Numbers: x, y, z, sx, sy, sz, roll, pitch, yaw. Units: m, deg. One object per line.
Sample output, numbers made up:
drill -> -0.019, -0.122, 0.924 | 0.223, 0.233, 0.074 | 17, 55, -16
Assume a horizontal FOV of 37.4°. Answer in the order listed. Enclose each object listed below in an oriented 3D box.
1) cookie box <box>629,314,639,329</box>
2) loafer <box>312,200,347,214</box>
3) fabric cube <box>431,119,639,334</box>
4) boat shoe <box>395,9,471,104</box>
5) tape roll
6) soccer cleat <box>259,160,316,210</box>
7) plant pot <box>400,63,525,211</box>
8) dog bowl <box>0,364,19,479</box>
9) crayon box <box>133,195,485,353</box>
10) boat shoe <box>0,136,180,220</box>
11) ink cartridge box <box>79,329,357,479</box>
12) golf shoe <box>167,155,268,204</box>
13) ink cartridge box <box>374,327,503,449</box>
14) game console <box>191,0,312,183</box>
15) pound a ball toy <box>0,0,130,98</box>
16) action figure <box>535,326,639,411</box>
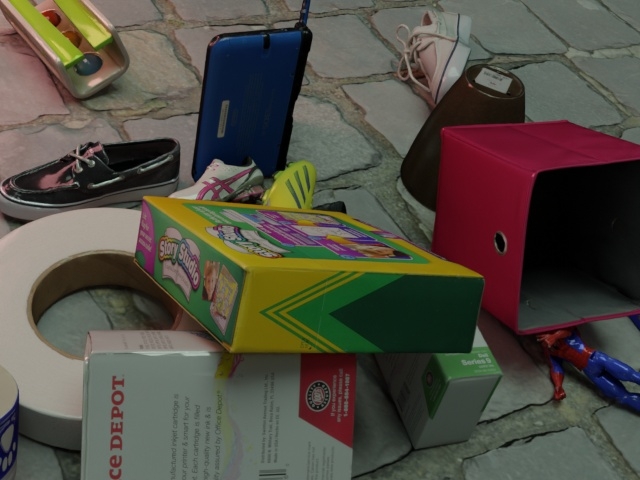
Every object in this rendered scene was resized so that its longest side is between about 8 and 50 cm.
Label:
cookie box -> 0.550, 0.105, 1.554 | 0.040, 0.092, 0.107 | -6, 45, -26
loafer -> 0.000, 0.000, 1.537 | 0.061, 0.062, 0.170 | -1, 35, 15
fabric cube -> 0.345, -0.035, 1.465 | 0.259, 0.254, 0.258 | -7, 23, -23
boat shoe -> 0.228, -0.400, 1.986 | 0.156, 0.136, 0.367 | 16, 38, 0
tape roll -> -0.291, 0.108, 1.293 | 0.392, 0.072, 0.392 | 7, 43, -6
soccer cleat -> -0.051, -0.025, 1.507 | 0.121, 0.093, 0.289 | 18, 41, 11
plant pot -> 0.275, -0.191, 1.693 | 0.215, 0.230, 0.215 | 9, 41, -7
dog bowl -> -0.469, 0.210, 1.038 | 0.265, 0.104, 0.265 | 9, 16, -3
crayon box -> -0.030, 0.038, 1.195 | 0.313, 0.106, 0.363 | 3, 12, -28
boat shoe -> -0.363, -0.110, 1.504 | 0.301, 0.102, 0.108 | -10, 47, -26
ink cartridge box -> -0.122, 0.222, 1.103 | 0.306, 0.226, 0.131 | 3, 6, -14
golf shoe -> -0.177, -0.086, 1.545 | 0.186, 0.067, 0.086 | -16, 82, -37
ink cartridge box -> 0.152, 0.157, 1.325 | 0.093, 0.154, 0.212 | -5, 44, -22
game console -> -0.115, -0.266, 1.610 | 0.250, 0.293, 0.173 | -11, 46, -27
pound a ball toy -> -0.525, -0.381, 1.762 | 0.208, 0.135, 0.319 | -37, 60, -14
action figure -> 0.403, 0.204, 1.396 | 0.280, 0.091, 0.139 | 36, 36, 22
